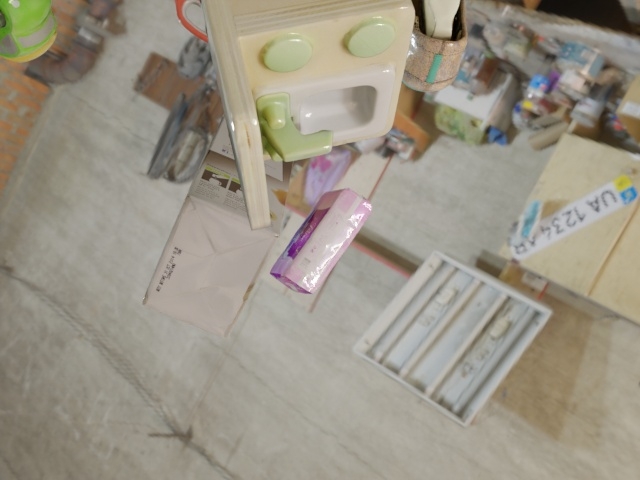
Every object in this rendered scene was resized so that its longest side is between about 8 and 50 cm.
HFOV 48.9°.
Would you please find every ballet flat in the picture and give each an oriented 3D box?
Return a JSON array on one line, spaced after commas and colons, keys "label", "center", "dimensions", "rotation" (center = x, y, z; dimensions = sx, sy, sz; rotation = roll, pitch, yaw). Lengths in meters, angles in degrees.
[{"label": "ballet flat", "center": [0.137, -0.335, 0.855], "dimensions": [0.108, 0.315, 0.106], "rotation": [-2, 160, -6]}]

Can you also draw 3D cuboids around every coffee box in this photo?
[{"label": "coffee box", "center": [-0.103, -0.030, 0.782], "dimensions": [0.098, 0.141, 0.246], "rotation": [24, -152, -11]}]

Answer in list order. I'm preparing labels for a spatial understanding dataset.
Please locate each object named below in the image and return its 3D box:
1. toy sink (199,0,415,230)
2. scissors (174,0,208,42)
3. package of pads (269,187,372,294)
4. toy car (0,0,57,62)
[{"label": "toy sink", "center": [-0.015, -0.149, 0.520], "dimensions": [0.152, 0.131, 0.234], "rotation": [91, 166, -65]}, {"label": "scissors", "center": [-0.218, -0.357, 0.926], "dimensions": [0.297, 0.108, 0.021], "rotation": [26, -179, -7]}, {"label": "package of pads", "center": [0.000, 0.000, 0.524], "dimensions": [0.032, 0.083, 0.050], "rotation": [37, 169, -13]}, {"label": "toy car", "center": [-0.307, -0.184, 0.671], "dimensions": [0.225, 0.239, 0.053], "rotation": [-11, 127, 49]}]
